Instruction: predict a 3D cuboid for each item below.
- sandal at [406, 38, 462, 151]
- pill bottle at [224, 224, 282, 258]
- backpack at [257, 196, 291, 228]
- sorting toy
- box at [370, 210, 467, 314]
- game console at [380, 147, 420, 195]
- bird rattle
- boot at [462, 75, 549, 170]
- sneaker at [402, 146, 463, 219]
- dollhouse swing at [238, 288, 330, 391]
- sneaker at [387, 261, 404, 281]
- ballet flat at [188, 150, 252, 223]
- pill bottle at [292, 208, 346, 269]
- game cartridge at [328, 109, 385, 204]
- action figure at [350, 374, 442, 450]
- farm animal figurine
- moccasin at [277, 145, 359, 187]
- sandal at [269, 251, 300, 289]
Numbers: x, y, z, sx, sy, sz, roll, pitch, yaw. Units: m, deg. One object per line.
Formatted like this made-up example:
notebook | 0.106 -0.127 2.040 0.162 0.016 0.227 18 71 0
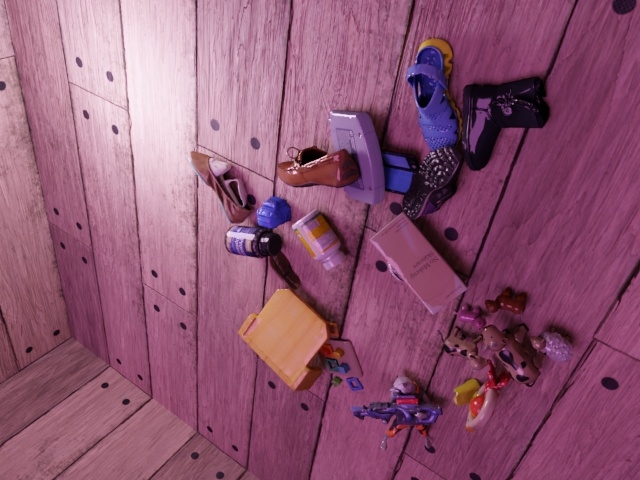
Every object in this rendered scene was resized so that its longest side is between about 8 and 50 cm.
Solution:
sandal | 0.303 -0.378 1.534 0.126 0.138 0.317 0 118 37
pill bottle | -0.267 0.006 2.235 0.219 0.123 0.122 6 120 34
backpack | -0.183 -0.104 2.102 0.098 0.120 0.101 14 124 33
sorting toy | 0.064 0.495 2.335 0.196 0.047 0.347 -5 113 40
box | 0.311 0.067 1.780 0.148 0.121 0.311 -42 88 10
game console | 0.227 -0.212 1.727 0.144 0.085 0.124 16 162 30
bird rattle | 0.559 0.536 1.872 0.143 0.207 0.253 30 143 -3
boot | 0.484 -0.298 1.466 0.207 0.094 0.246 9 116 39
sneaker | 0.351 -0.176 1.635 0.107 0.124 0.283 66 149 24
dollhouse swing | -0.109 0.403 2.370 0.347 0.315 0.305 41 91 20
sneaker | 0.268 0.061 1.887 0.075 0.063 0.170 -12 104 49
ballet flat | -0.381 -0.227 2.203 0.124 0.116 0.342 -28 98 25
pill bottle | 0.000 0.000 2.025 0.118 0.117 0.208 -32 94 45
game cartridge | 0.119 -0.263 1.762 0.196 0.060 0.294 30 139 57
action figure | 0.295 0.663 2.175 0.342 0.178 0.330 4 117 8
farm animal figurine | 0.558 0.330 1.749 0.327 0.172 0.330 41 135 10
moccasin | -0.028 -0.251 1.839 0.380 0.139 0.146 14 124 60
sandal | -0.152 0.125 2.269 0.180 0.072 0.049 55 157 -9
